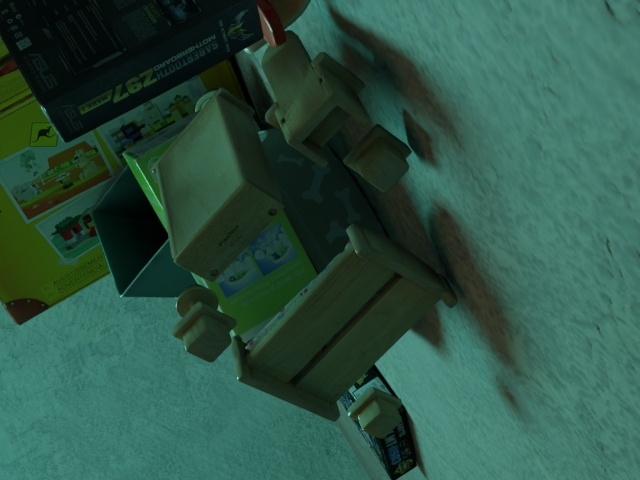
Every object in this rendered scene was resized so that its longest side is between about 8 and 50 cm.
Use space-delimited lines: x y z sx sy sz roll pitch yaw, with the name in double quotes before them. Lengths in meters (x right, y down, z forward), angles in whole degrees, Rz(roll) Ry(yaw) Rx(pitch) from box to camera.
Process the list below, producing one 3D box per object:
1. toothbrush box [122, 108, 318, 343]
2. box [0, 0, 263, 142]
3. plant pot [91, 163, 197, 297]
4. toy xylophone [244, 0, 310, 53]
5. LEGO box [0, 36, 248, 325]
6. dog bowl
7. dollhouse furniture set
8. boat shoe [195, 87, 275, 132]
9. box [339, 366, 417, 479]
"toothbrush box" -0.107 -0.005 1.109 0.283 0.122 0.206 61 170 -15
"box" -0.181 -0.214 0.761 0.233 0.183 0.059 55 170 23
"plant pot" -0.188 -0.015 1.430 0.234 0.165 0.166 11 -138 -45
"toy xylophone" -0.093 -0.323 0.794 0.236 0.081 0.323 53 169 38
"LEGO box" -0.364 -0.153 1.469 0.193 0.500 0.373 51 167 42
"dog bowl" 0.000 0.000 1.243 0.349 0.102 0.349 57 171 14
"dollhouse furniture set" 0.020 0.000 0.971 0.355 0.303 0.174 31 -157 -34
"boat shoe" -0.097 -0.128 1.390 0.254 0.095 0.079 51 -152 -30
"box" 0.075 0.300 1.876 0.293 0.073 0.296 54 170 35
